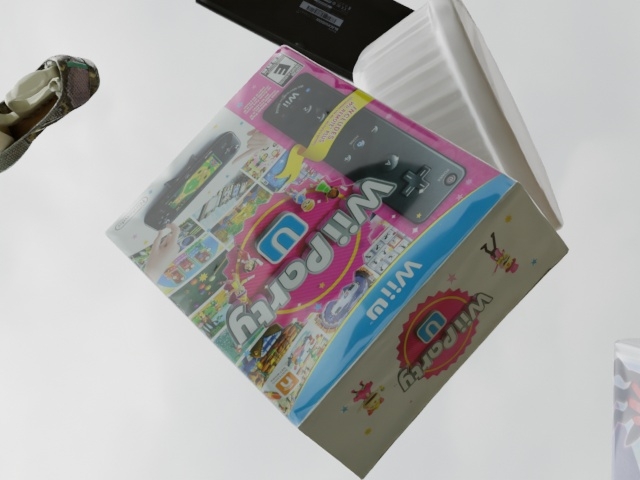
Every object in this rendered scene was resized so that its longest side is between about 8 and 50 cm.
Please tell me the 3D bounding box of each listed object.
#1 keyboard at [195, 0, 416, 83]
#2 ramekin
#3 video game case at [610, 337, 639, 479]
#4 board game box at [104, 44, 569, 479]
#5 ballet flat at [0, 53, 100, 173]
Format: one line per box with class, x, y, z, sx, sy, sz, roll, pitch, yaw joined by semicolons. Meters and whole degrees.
keyboard;0.020;-0.299;1.492;0.201;0.317;0.033;-58;-9;-19
ramekin;0.136;-0.112;1.252;0.273;0.127;0.273;58;-165;-27
video game case;0.204;0.153;0.589;0.023;0.201;0.183;-2;-84;-20
board game box;0.000;0.000;0.929;0.224;0.303;0.097;-48;-46;-4
ballet flat;-0.187;-0.079;0.752;0.041;0.114;0.041;44;-155;-27
